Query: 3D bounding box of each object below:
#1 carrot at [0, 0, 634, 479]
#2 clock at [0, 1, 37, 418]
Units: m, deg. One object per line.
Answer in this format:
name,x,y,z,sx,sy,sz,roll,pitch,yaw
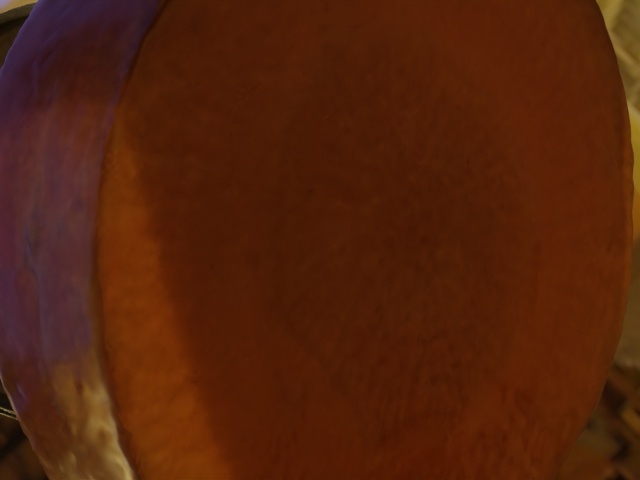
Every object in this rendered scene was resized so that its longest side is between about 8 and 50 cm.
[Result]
carrot,0.000,0.000,0.709,0.258,0.307,0.100,10,-8,-29
clock,-0.127,-0.014,0.949,0.226,0.226,0.049,-46,-13,8
